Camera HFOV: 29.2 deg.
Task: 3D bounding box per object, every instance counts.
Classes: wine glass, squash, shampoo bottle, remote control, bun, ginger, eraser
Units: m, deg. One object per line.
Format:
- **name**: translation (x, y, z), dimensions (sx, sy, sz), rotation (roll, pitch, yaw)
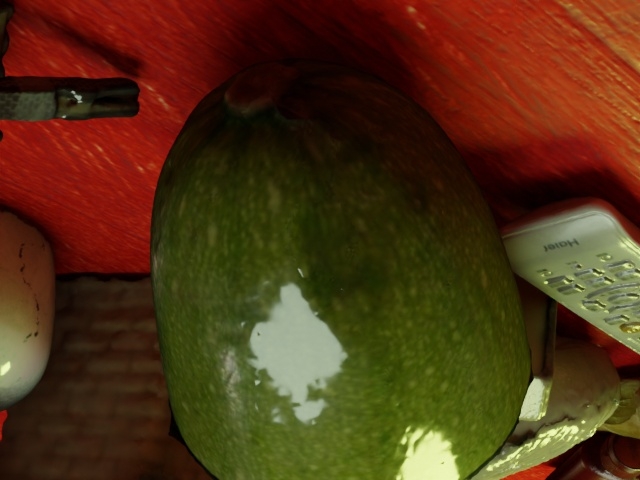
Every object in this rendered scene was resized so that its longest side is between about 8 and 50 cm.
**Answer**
- **wine glass**: translation (-0.392, 0.129, 1.236), dimensions (0.238, 0.323, 0.238), rotation (12, 154, 6)
- **squash**: translation (0.020, 0.009, 0.895), dimensions (0.310, 0.310, 0.309), rotation (8, 144, 5)
- **shampoo bottle**: translation (0.369, 0.302, 1.600), dimensions (0.102, 0.064, 0.260), rotation (15, 155, 1)
- **remote control**: translation (0.276, 0.034, 1.092), dimensions (0.109, 0.055, 0.313), rotation (-17, 148, 34)
- **bun**: translation (0.191, 0.168, 1.272), dimensions (0.239, 0.141, 0.239), rotation (-21, 165, -6)
- **ginger**: translation (0.345, 0.188, 1.362), dimensions (0.131, 0.086, 0.294), rotation (-1, 175, -36)
- **eraser**: translation (0.150, 0.083, 1.094), dimensions (0.117, 0.172, 0.058), rotation (5, 123, 10)

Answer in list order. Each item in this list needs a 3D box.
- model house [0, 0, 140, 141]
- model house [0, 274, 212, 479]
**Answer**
- **model house**: translation (-0.294, -0.119, 0.930), dimensions (0.279, 0.218, 0.205), rotation (-9, 127, -38)
- **model house**: translation (-0.107, 0.292, 1.387), dimensions (0.445, 0.400, 0.395), rotation (-1, 150, 22)
